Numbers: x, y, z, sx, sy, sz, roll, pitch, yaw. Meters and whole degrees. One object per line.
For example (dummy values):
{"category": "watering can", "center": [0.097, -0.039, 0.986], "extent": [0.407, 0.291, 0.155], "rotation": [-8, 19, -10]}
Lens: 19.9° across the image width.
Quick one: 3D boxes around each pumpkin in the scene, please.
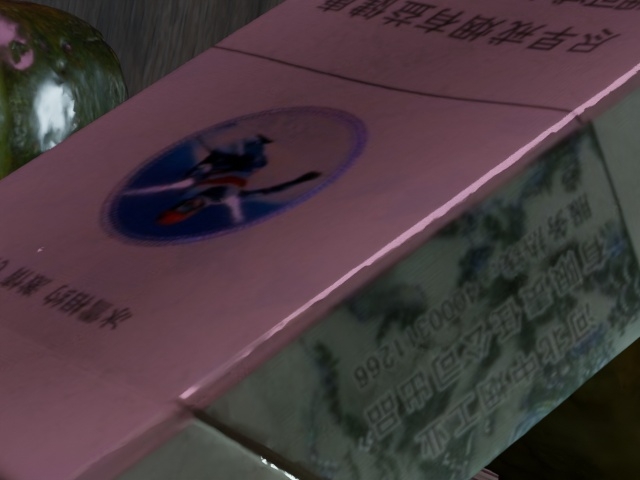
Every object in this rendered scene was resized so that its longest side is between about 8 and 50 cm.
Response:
{"category": "pumpkin", "center": [-0.218, -0.080, 0.974], "extent": [0.260, 0.189, 0.260], "rotation": [6, 15, -2]}

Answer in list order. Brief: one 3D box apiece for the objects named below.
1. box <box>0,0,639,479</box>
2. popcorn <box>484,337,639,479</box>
{"category": "box", "center": [0.000, 0.000, 0.492], "extent": [0.256, 0.069, 0.164], "rotation": [-36, 29, -26]}
{"category": "popcorn", "center": [0.106, 0.025, 0.645], "extent": [0.155, 0.197, 0.197], "rotation": [-10, 6, -4]}
